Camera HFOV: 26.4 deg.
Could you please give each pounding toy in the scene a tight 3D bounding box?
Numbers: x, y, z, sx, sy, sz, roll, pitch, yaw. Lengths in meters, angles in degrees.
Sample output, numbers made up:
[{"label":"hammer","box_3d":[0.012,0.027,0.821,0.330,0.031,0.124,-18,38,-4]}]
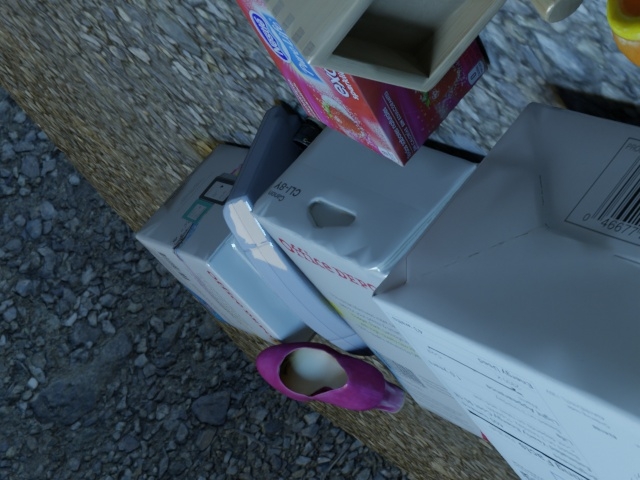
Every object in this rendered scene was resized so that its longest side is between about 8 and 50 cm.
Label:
[{"label":"pounding toy","box_3d":[0.089,-0.197,0.900,0.206,0.181,0.094,5,-137,-49]}]

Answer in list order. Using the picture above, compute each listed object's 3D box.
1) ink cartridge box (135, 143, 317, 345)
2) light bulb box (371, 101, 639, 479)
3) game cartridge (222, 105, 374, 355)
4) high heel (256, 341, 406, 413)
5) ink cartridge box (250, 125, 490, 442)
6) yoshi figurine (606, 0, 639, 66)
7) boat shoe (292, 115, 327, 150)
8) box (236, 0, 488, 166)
[{"label":"ink cartridge box","box_3d":[-0.090,0.006,1.934,0.198,0.197,0.270,48,165,-26]},{"label":"light bulb box","box_3d":[0.294,0.119,1.057,0.358,0.225,0.361,24,159,51]},{"label":"game cartridge","box_3d":[0.000,0.000,1.677,0.060,0.196,0.294,-20,126,34]},{"label":"high heel","box_3d":[-0.014,0.167,1.729,0.244,0.082,0.117,19,174,41]},{"label":"ink cartridge box","box_3d":[0.141,0.063,1.530,0.385,0.160,0.279,49,166,-34]},{"label":"yoshi figurine","box_3d":[0.270,-0.074,0.592,0.362,0.203,0.203,25,-150,-28]},{"label":"boat shoe","box_3d":[0.019,-0.092,1.649,0.133,0.042,0.049,45,165,-22]},{"label":"box","box_3d":[0.020,-0.196,1.103,0.128,0.123,0.257,32,164,39]}]
